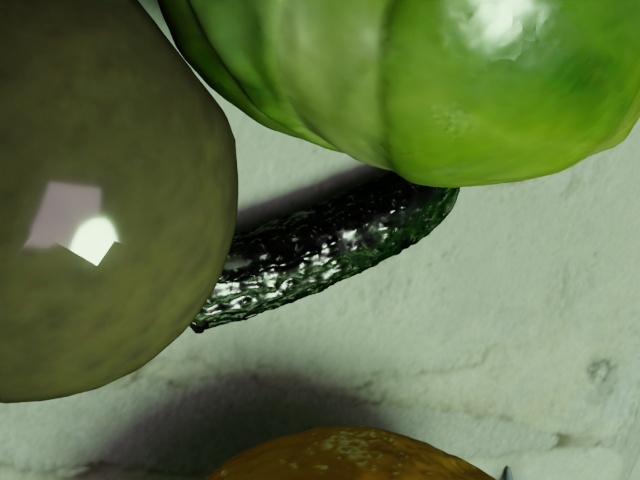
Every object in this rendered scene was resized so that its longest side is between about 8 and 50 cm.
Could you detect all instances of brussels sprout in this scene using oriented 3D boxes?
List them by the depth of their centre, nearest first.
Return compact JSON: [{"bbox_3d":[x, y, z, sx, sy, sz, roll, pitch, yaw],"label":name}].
[{"bbox_3d":[0.056,-0.180,0.898,0.371,0.275,0.315,60,37,-40],"label":"brussels sprout"}]

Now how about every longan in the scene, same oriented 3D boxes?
[{"bbox_3d":[-0.157,-0.036,0.874,0.248,0.248,0.248,-13,118,-27],"label":"longan"}]

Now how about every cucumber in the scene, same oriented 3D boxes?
[{"bbox_3d":[0.000,0.003,1.083,0.245,0.067,0.067,-19,120,-25],"label":"cucumber"}]

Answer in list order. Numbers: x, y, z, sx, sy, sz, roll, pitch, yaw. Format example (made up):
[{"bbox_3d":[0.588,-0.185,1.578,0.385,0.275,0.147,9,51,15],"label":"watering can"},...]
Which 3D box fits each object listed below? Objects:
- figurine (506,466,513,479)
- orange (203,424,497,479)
[{"bbox_3d":[0.168,0.297,1.291,0.183,0.128,0.209,-11,109,-25],"label":"figurine"},{"bbox_3d":[0.015,0.288,1.085,0.340,0.293,0.341,-9,126,-12],"label":"orange"}]
